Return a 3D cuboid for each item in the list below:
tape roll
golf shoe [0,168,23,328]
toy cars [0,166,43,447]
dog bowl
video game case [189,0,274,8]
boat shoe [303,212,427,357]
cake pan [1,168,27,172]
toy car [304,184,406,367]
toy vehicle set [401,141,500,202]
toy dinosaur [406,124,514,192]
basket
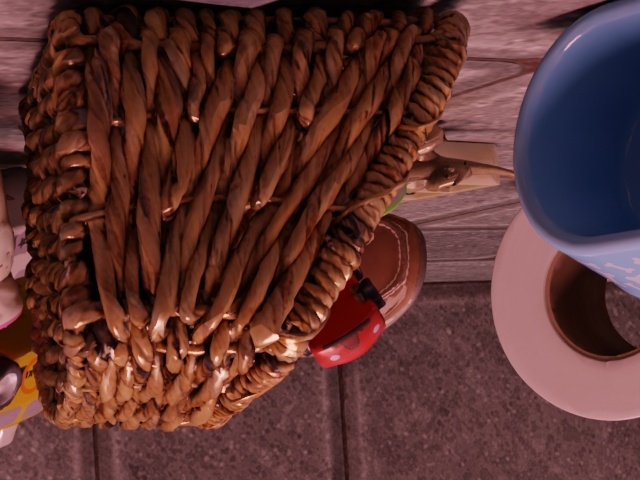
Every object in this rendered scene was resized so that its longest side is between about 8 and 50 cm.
[{"bbox_3d":[0.311,0.053,1.749,0.246,0.246,0.169,-6,174,28],"label":"tape roll"},{"bbox_3d":[-0.315,-0.037,1.091,0.306,0.140,0.115,16,-154,17],"label":"golf shoe"},{"bbox_3d":[-0.240,0.045,1.245,0.176,0.087,0.394,12,-160,-16],"label":"toy cars"},{"bbox_3d":[0.211,-0.060,0.897,0.074,0.166,0.297,13,166,-34],"label":"dog bowl"},{"bbox_3d":[-0.074,-0.126,0.644,0.274,0.026,0.196,-1,174,-40],"label":"video game case"},{"bbox_3d":[-0.072,0.036,1.438,0.324,0.123,0.116,-11,166,25],"label":"boat shoe"},{"bbox_3d":[-0.266,-0.020,1.560,0.293,0.054,0.293,-4,175,0],"label":"cake pan"},{"bbox_3d":[0.000,0.000,1.204,0.239,0.053,0.225,4,-133,46],"label":"toy car"},{"bbox_3d":[-0.005,-0.055,1.457,0.267,0.035,0.166,0,174,-40],"label":"toy vehicle set"},{"bbox_3d":[0.084,-0.054,1.368,0.183,0.053,0.092,-10,167,-10],"label":"toy dinosaur"},{"bbox_3d":[-0.048,-0.003,0.992,0.223,0.213,0.299,-2,175,-14],"label":"basket"}]
